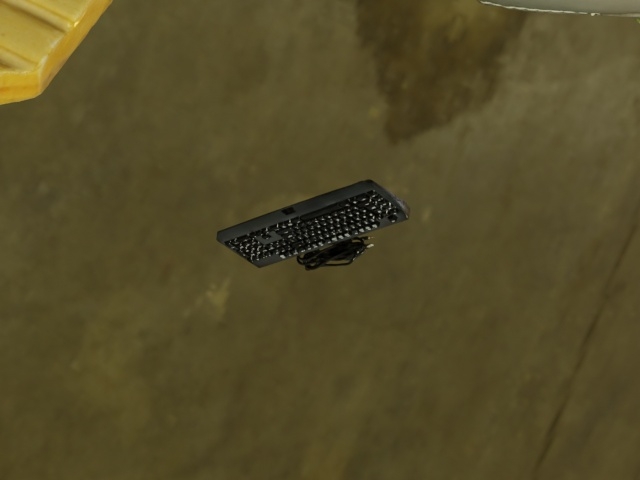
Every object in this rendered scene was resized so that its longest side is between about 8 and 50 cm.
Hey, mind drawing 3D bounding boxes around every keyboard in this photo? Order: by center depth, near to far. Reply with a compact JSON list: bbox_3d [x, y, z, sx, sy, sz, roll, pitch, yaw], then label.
[{"bbox_3d":[0.000,0.000,1.472,0.100,0.192,0.038,29,55,-41],"label":"keyboard"}]

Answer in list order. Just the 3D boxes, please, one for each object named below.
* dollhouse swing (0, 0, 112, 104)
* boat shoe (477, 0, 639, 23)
[{"bbox_3d":[-0.259,-0.298,0.889,0.315,0.305,0.347,84,29,-50],"label":"dollhouse swing"},{"bbox_3d":[0.233,-0.184,1.042,0.091,0.305,0.109,67,24,-54],"label":"boat shoe"}]
